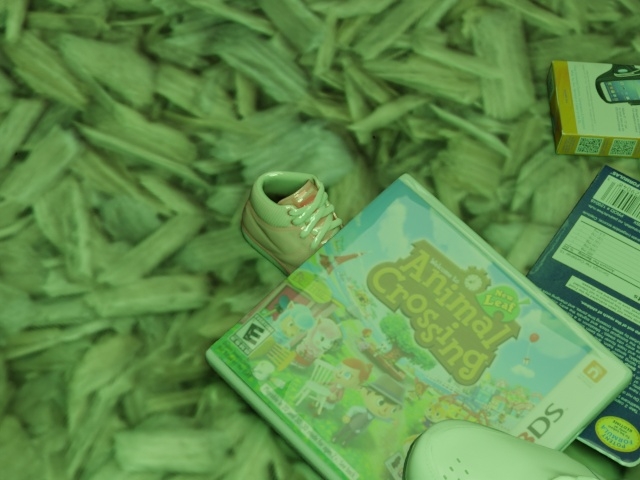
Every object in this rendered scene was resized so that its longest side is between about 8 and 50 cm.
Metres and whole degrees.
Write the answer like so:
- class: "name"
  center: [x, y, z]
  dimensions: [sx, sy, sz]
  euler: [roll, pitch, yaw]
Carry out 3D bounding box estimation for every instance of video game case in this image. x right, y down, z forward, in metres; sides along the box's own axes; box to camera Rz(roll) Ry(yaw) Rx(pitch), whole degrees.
- class: "video game case"
  center: [0.064, 0.084, 1.031]
  dimensions: [0.193, 0.023, 0.212]
  euler: [-42, 70, -16]

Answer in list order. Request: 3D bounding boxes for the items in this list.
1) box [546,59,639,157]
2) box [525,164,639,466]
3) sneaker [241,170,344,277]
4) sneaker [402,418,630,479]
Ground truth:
- class: "box"
  center: [0.251, -0.102, 1.233]
  dimensions: [0.136, 0.028, 0.081]
  euler: [4, 52, -6]
- class: "box"
  center: [0.208, 0.055, 1.099]
  dimensions: [0.136, 0.036, 0.225]
  euler: [29, 55, 16]
- class: "sneaker"
  center: [0.000, 0.000, 1.099]
  dimensions: [0.134, 0.070, 0.051]
  euler: [36, 55, 19]
- class: "sneaker"
  center: [0.183, 0.175, 0.860]
  dimensions: [0.297, 0.129, 0.111]
  euler: [27, 55, 15]
